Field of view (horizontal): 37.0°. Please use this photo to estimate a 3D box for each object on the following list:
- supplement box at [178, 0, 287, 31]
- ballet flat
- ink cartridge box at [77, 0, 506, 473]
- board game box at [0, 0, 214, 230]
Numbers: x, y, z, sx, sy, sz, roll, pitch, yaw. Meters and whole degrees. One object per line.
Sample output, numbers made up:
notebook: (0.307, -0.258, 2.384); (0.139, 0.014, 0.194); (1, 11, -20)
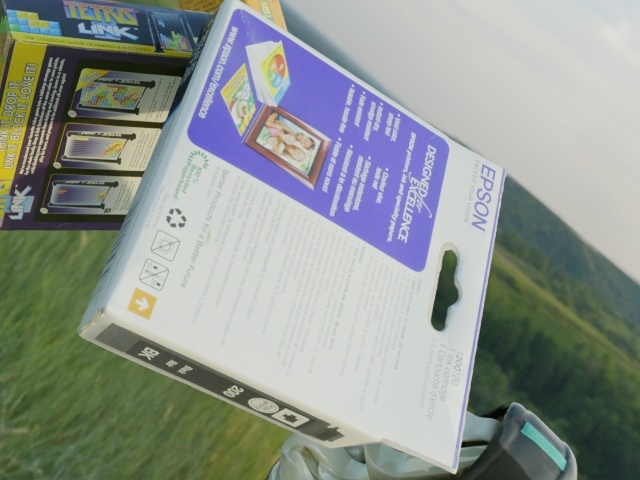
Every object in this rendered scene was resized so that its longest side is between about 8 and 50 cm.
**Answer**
supplement box: (-0.089, -0.234, 0.920); (0.078, 0.080, 0.233); (-27, 100, -64)
ballet flat: (0.039, 0.155, 0.665); (0.096, 0.280, 0.095); (56, 36, -22)
ink cartridge box: (0.000, 0.000, 0.529); (0.208, 0.045, 0.206); (28, 57, -20)
board game box: (-0.145, -0.075, 0.616); (0.141, 0.170, 0.048); (1, 52, -29)
